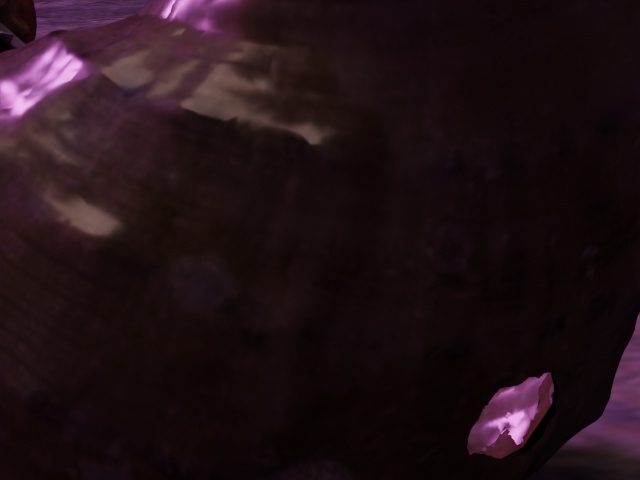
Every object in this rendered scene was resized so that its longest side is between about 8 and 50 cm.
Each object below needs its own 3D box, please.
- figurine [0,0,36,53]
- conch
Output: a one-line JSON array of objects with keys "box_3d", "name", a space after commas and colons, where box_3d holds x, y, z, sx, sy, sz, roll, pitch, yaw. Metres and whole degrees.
[{"box_3d": [-0.320, -0.201, 1.689, 0.207, 0.166, 0.387, 13, 16, -2], "name": "figurine"}, {"box_3d": [0.002, 0.011, 0.584, 0.324, 0.186, 0.263, -27, -15, 34], "name": "conch"}]
